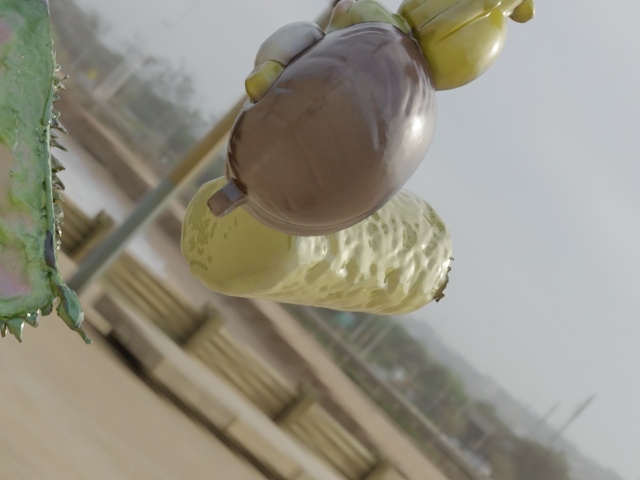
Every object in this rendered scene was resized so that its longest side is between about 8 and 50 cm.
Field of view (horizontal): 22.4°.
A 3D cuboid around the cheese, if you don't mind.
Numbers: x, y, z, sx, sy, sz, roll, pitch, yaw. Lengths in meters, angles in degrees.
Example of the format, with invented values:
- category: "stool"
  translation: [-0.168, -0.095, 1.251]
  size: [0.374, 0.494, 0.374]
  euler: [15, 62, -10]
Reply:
- category: "cheese"
  translation: [0.000, 0.000, 1.131]
  size: [0.167, 0.094, 0.123]
  euler: [9, -5, -43]

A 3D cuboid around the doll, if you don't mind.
- category: "doll"
  translation: [0.023, -0.073, 0.789]
  size: [0.096, 0.188, 0.145]
  euler: [50, -32, -1]

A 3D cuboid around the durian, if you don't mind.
- category: "durian"
  translation: [-0.210, -0.039, 0.955]
  size: [0.095, 0.137, 0.221]
  euler: [-38, -123, 58]
